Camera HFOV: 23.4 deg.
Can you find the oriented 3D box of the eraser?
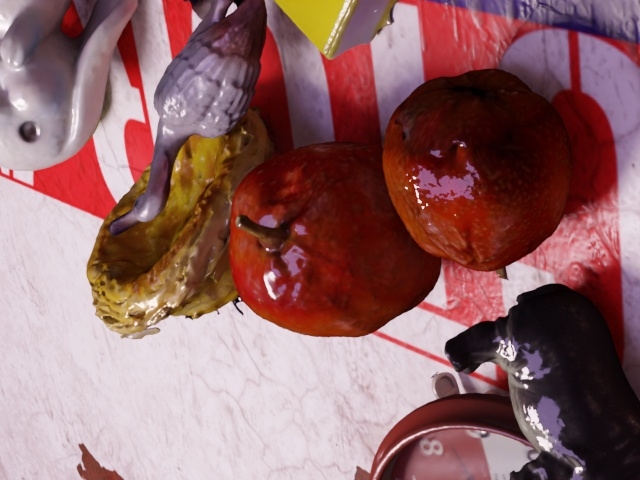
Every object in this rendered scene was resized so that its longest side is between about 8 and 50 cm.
[{"bbox_3d":[-0.013,-0.298,1.442,0.226,0.069,0.158,50,142,16],"label":"eraser"}]

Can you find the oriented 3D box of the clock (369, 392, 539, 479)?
[{"bbox_3d":[0.191,0.295,1.553,0.318,0.080,0.318,14,119,27],"label":"clock"}]

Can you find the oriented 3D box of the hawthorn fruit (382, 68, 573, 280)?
[{"bbox_3d":[0.132,-0.058,1.346,0.173,0.173,0.179,47,142,21],"label":"hawthorn fruit"}]

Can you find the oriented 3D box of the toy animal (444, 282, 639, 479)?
[{"bbox_3d":[0.252,0.202,1.382,0.343,0.168,0.106,52,-172,10],"label":"toy animal"}]

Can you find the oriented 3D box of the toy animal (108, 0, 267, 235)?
[{"bbox_3d":[-0.123,-0.147,1.560,0.195,0.090,0.324,15,89,66],"label":"toy animal"}]

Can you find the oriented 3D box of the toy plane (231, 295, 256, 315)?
[{"bbox_3d":[-0.083,0.015,1.768,0.078,0.053,0.197,-25,93,47],"label":"toy plane"}]

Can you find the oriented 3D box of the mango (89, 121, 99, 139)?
[{"bbox_3d":[-0.394,-0.193,1.947,0.293,0.143,0.175,25,126,28],"label":"mango"}]

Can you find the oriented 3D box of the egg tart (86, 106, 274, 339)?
[{"bbox_3d":[-0.130,-0.012,1.643,0.116,0.295,0.295,35,154,-24],"label":"egg tart"}]

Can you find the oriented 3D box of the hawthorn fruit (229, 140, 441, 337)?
[{"bbox_3d":[0.000,0.000,1.466,0.205,0.253,0.205,2,94,35],"label":"hawthorn fruit"}]

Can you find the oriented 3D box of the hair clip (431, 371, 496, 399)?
[{"bbox_3d":[0.170,0.242,1.609,0.072,0.034,0.226,9,121,46],"label":"hair clip"}]

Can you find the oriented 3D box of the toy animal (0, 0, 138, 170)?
[{"bbox_3d":[-0.348,-0.234,1.776,0.249,0.174,0.289,28,104,24],"label":"toy animal"}]
